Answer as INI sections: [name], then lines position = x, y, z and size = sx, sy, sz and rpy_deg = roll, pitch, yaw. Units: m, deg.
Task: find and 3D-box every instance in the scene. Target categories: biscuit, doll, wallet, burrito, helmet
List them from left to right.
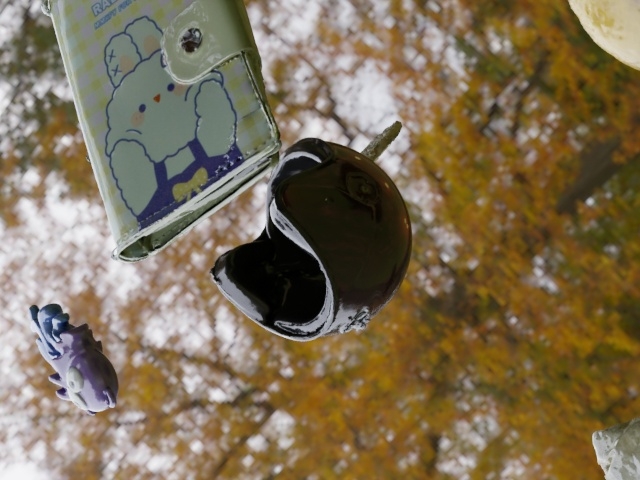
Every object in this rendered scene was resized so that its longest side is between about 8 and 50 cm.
[doll]
position = -0.272, 0.128, 1.504
size = 0.067, 0.110, 0.206
rpy_deg = -23, -145, -26
[wallet]
position = -0.158, -0.162, 1.369
size = 0.077, 0.223, 0.309
rpy_deg = 24, -139, -57
[helmet]
position = 0.000, 0.000, 1.450
size = 0.193, 0.189, 0.216
rpy_deg = 7, -122, -26
[biscuit]
position = 0.053, -0.098, 1.763
size = 0.020, 0.152, 0.152
rpy_deg = 44, -155, -5
[burrito]
position = 0.463, 0.221, 1.642
size = 0.059, 0.275, 0.082
rpy_deg = -94, -17, -80

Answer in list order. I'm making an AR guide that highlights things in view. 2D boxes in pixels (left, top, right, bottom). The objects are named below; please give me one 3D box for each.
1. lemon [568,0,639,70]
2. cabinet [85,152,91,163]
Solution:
[lemon]
position = 0.332, -0.265, 1.348
size = 0.257, 0.188, 0.188
rpy_deg = 54, -155, -2
[cabinet]
position = -0.212, -0.151, 2.002
size = 0.145, 0.206, 0.150
rpy_deg = 31, -174, -33
